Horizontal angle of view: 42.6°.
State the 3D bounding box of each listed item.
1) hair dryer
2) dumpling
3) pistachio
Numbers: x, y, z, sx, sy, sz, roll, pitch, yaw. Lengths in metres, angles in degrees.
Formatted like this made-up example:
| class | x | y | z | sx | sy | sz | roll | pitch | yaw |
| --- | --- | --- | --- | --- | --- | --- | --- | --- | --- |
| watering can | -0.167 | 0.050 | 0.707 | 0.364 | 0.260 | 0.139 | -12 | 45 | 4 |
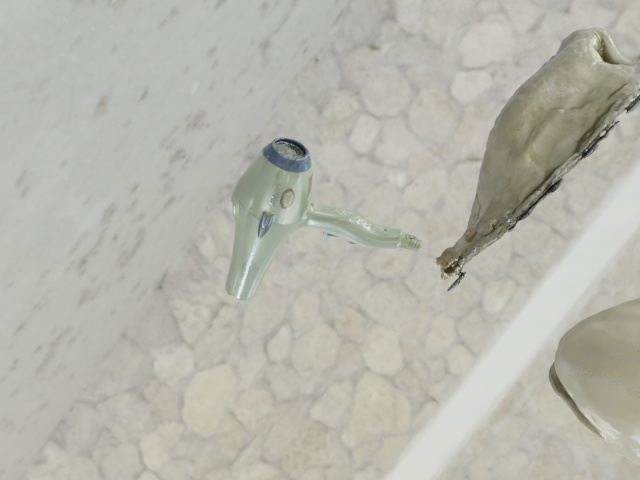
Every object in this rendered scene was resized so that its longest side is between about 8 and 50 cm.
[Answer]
| class | x | y | z | sx | sy | sz | roll | pitch | yaw |
| --- | --- | --- | --- | --- | --- | --- | --- | --- | --- |
| hair dryer | -0.038 | 0.011 | 1.328 | 0.296 | 0.298 | 0.119 | -44 | -161 | 32 |
| dumpling | 0.202 | -0.105 | 0.677 | 0.332 | 0.086 | 0.166 | -45 | 170 | -33 |
| pistachio | 0.438 | 0.167 | 0.964 | 0.208 | 0.331 | 0.226 | 46 | 43 | -60 |
